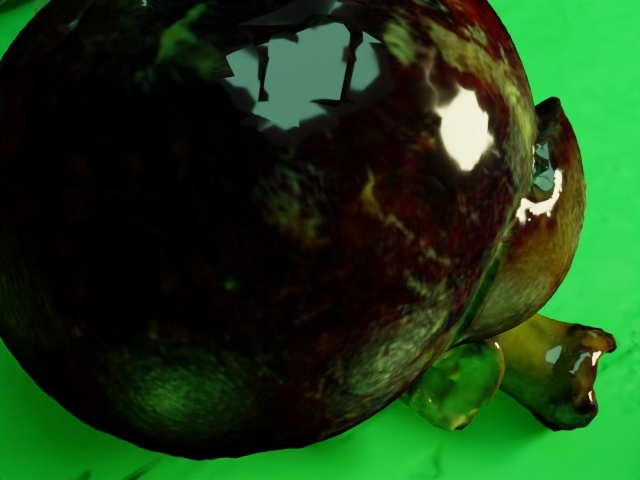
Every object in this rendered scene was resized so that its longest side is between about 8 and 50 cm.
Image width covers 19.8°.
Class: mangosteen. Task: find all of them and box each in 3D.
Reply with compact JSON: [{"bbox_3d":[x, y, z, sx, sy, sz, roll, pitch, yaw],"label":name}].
[{"bbox_3d":[0.000,0.000,0.733,0.289,0.231,0.231,45,39,-22],"label":"mangosteen"}]

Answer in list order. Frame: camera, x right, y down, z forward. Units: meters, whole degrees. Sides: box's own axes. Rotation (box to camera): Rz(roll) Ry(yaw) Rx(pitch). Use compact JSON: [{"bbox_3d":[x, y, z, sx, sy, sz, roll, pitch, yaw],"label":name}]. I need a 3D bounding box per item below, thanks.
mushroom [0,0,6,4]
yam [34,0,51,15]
[{"bbox_3d":[-0.187,-0.244,0.943,0.162,0.173,0.236,-6,46,-21],"label":"mushroom"},{"bbox_3d":[-0.047,-0.162,0.947,0.093,0.093,0.259,26,45,14],"label":"yam"}]
